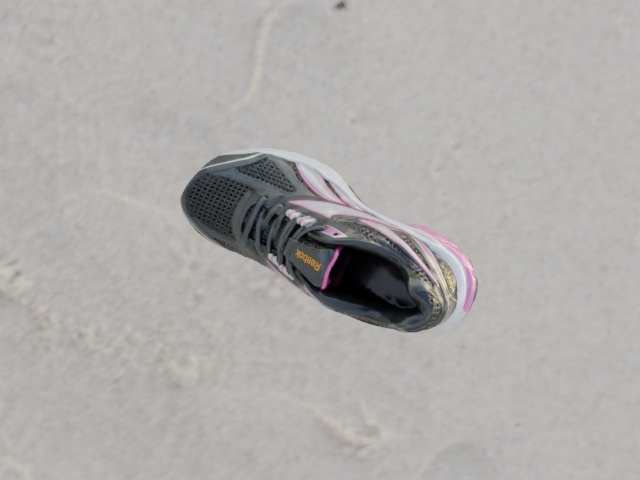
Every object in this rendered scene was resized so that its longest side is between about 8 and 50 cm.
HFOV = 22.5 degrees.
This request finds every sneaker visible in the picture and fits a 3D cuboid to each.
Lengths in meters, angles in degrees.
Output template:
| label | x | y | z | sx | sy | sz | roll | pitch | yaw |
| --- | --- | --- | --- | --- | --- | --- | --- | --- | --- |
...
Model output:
| label | x | y | z | sx | sy | sz | roll | pitch | yaw |
| --- | --- | --- | --- | --- | --- | --- | --- | --- | --- |
| sneaker | 0.000 | 0.000 | 0.908 | 0.178 | 0.072 | 0.077 | 20 | 15 | 14 |
